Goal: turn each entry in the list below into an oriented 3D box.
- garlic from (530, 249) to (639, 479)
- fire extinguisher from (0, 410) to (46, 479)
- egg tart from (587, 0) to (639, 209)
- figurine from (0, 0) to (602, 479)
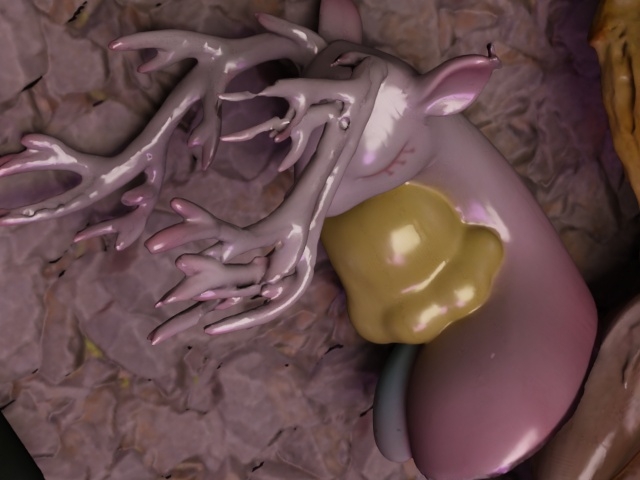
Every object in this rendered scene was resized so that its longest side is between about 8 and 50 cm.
[{"bbox_3d":[0.252,0.147,1.237,0.237,0.210,0.292,30,72,-44],"label":"garlic"},{"bbox_3d":[-0.224,0.106,1.104,0.114,0.095,0.311,-28,115,-2],"label":"fire extinguisher"},{"bbox_3d":[0.303,-0.092,1.223,0.315,0.120,0.315,1,85,-16],"label":"egg tart"},{"bbox_3d":[0.010,-0.001,1.117,0.284,0.206,0.316,-39,112,-19],"label":"figurine"}]
